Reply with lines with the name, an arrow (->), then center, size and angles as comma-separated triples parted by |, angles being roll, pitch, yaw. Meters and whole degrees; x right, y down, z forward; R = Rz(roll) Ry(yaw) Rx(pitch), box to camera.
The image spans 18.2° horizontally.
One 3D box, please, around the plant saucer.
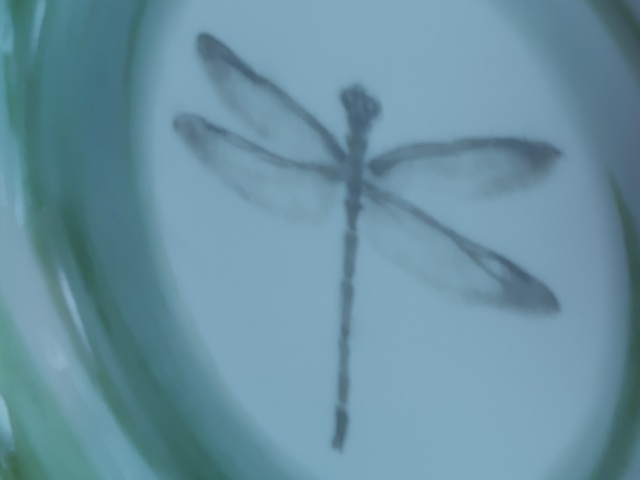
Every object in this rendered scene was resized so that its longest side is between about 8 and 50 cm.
plant saucer -> 0.000, 0.000, 0.597 | 0.400, 0.101, 0.400 | 20, 119, 41
